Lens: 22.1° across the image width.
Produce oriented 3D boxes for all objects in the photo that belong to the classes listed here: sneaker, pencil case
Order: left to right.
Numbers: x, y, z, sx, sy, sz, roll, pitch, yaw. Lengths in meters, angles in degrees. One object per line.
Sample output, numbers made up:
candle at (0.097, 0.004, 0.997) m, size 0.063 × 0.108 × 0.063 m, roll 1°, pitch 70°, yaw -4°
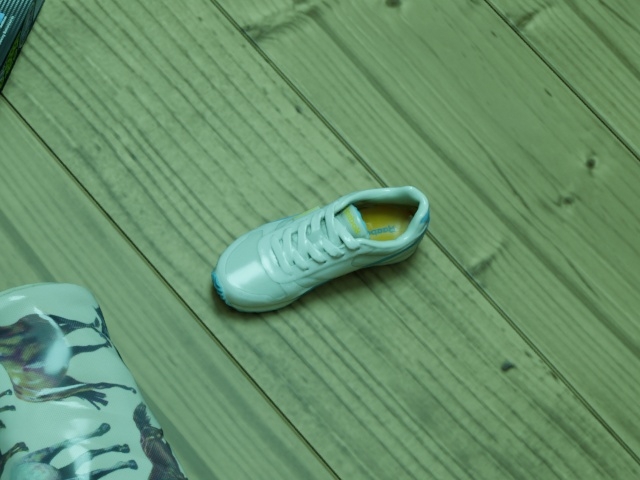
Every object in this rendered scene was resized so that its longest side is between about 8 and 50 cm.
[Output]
pencil case at (-0.205, 0.235, 1.431) m, size 0.183 × 0.160 × 0.410 m, roll -18°, pitch 71°, yaw -34°
sneaker at (0.000, 0.000, 1.612) m, size 0.228 × 0.092 × 0.087 m, roll -21°, pitch 74°, yaw -18°

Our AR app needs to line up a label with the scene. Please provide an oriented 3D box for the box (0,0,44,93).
box at (-0.400, -0.217, 1.592) m, size 0.216 × 0.060 × 0.270 m, roll 18°, pitch 44°, yaw -4°
